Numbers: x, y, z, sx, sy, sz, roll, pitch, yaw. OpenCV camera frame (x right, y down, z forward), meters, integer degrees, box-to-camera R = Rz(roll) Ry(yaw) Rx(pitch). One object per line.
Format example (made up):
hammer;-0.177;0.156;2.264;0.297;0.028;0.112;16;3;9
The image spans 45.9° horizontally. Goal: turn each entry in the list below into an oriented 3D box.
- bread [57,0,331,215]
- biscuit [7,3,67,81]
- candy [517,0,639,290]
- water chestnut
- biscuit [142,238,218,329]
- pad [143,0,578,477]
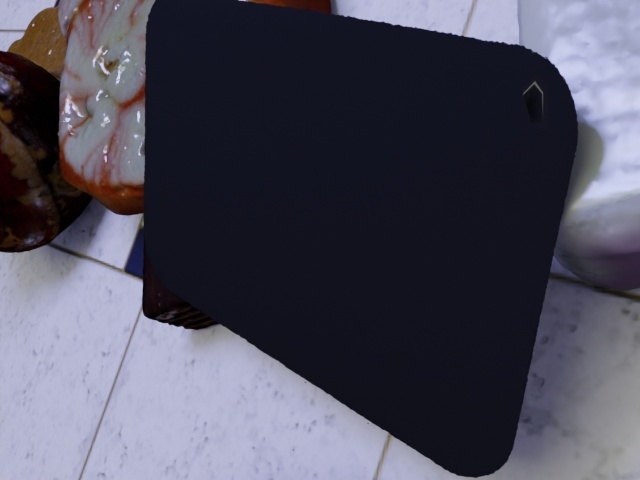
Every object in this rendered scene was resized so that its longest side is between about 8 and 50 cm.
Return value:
bread;-0.134;-0.189;0.740;0.295;0.114;0.327;-14;68;31
biscuit;-0.364;-0.258;1.020;0.236;0.040;0.144;-22;54;34
candy;0.217;-0.161;0.426;0.208;0.145;0.358;-10;69;37
water chestnut;-0.360;-0.090;0.832;0.224;0.238;0.223;18;126;27
biscuit;-0.047;-0.004;0.639;0.252;0.070;0.106;-20;62;33
pad;-0.001;0.001;0.527;0.375;0.063;0.314;26;118;41
